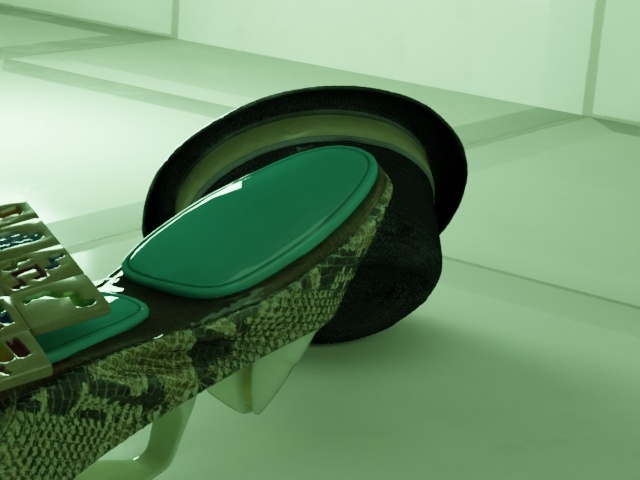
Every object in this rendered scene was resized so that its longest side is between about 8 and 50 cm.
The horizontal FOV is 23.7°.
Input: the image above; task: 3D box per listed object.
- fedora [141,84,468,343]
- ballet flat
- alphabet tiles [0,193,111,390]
[{"bbox_3d":[0.000,0.000,1.489,0.334,0.334,0.152,-2,47,-20],"label":"fedora"},{"bbox_3d":[-0.123,0.087,1.159,0.164,0.182,0.483,16,34,40],"label":"ballet flat"},{"bbox_3d":[-0.318,0.044,1.070,0.285,0.011,0.342,-17,28,-20],"label":"alphabet tiles"}]
